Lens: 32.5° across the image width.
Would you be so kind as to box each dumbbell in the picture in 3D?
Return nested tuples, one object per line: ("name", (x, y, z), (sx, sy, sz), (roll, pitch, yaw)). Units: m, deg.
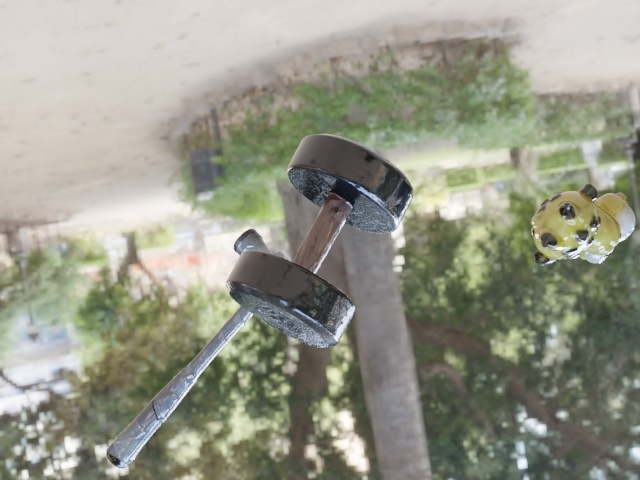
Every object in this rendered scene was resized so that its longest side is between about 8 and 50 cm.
("dumbbell", (0.000, 0.000, 1.299), (0.152, 0.218, 0.152), (26, 165, 7))

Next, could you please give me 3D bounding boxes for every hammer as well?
("hammer", (-0.187, 0.179, 1.649), (0.427, 0.152, 0.044), (-47, 166, 14))

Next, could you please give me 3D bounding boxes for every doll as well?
("doll", (0.341, -0.017, 1.430), (0.117, 0.086, 0.291), (-52, 159, 17))
